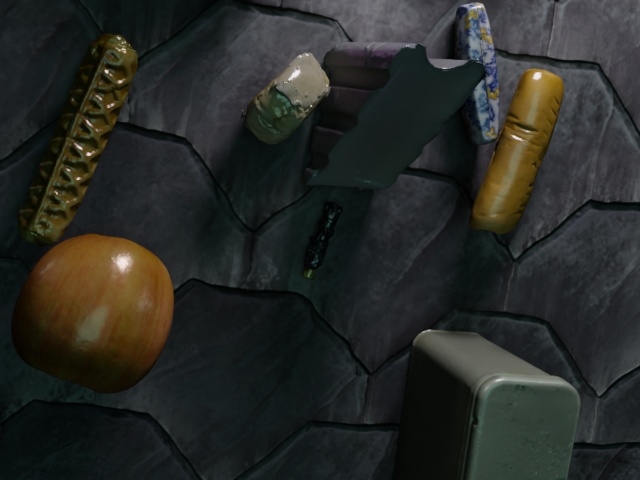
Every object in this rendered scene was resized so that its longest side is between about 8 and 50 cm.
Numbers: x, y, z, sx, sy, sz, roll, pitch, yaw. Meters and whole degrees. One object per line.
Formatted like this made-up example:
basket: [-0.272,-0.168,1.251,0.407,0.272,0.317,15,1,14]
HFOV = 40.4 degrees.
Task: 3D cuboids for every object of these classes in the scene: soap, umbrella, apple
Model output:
soap: [0.108,-0.184,1.420,0.158,0.302,0.258,12,96,-23]
umbrella: [0.000,0.000,1.553,0.040,0.037,0.144,20,93,-14]
apple: [-0.363,0.111,1.400,0.242,0.242,0.241,24,81,-16]

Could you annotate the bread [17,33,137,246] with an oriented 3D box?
bread: [-0.394,-0.162,1.412,0.077,0.084,0.368,21,93,-56]

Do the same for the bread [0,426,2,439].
bread: [-0.613,0.328,1.446,0.160,0.073,0.161,-2,100,-9]

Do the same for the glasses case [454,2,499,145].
glasses case: [0.276,-0.294,1.544,0.065,0.087,0.248,-10,100,-6]

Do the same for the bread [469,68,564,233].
bread: [0.355,-0.154,1.559,0.091,0.142,0.305,21,97,19]

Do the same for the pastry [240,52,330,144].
pastry: [-0.054,-0.233,1.444,0.088,0.166,0.166,44,88,-10]

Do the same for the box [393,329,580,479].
box: [0.267,0.359,1.518,0.177,0.344,0.352,4,98,-15]
